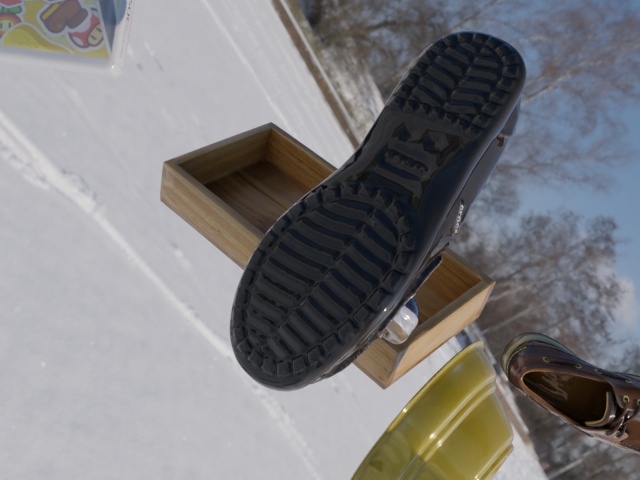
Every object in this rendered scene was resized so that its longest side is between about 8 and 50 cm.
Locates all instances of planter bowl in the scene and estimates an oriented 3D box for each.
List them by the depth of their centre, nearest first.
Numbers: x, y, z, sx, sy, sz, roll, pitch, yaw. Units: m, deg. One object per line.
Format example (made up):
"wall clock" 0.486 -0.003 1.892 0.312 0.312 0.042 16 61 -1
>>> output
"planter bowl" 0.123 0.208 0.778 0.090 0.217 0.217 39 -5 22

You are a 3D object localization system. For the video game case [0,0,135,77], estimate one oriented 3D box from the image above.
"video game case" -0.224 -0.222 0.522 0.026 0.227 0.206 40 58 -85

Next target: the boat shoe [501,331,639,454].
"boat shoe" 0.232 0.137 0.654 0.178 0.064 0.060 25 15 3

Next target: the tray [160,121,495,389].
"tray" 0.000 0.000 1.051 0.411 0.203 0.076 37 -46 26

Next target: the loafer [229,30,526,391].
"loafer" 0.041 -0.006 0.432 0.080 0.220 0.078 37 -5 30

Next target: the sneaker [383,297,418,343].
"sneaker" 0.057 -0.005 0.773 0.099 0.153 0.282 41 -2 -15
